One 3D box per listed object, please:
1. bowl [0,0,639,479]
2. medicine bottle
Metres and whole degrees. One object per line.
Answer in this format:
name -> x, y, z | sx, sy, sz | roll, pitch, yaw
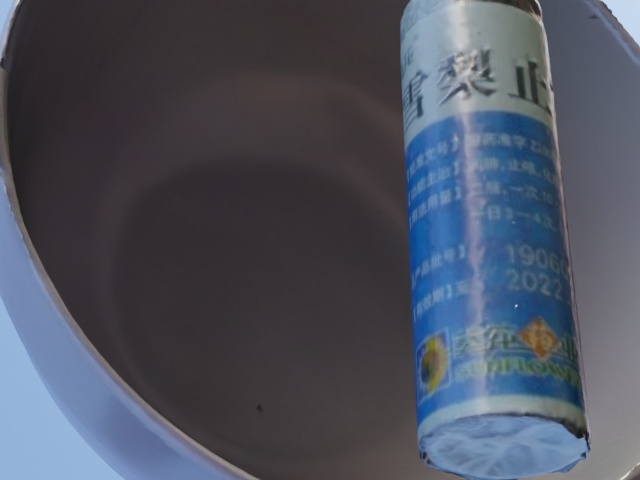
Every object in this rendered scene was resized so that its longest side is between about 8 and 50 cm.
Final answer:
bowl -> 0.000, 0.000, 0.567 | 0.287, 0.144, 0.286 | 11, -120, -19
medicine bottle -> 0.051, -0.021, 0.448 | 0.051, 0.051, 0.191 | 36, -135, -47
